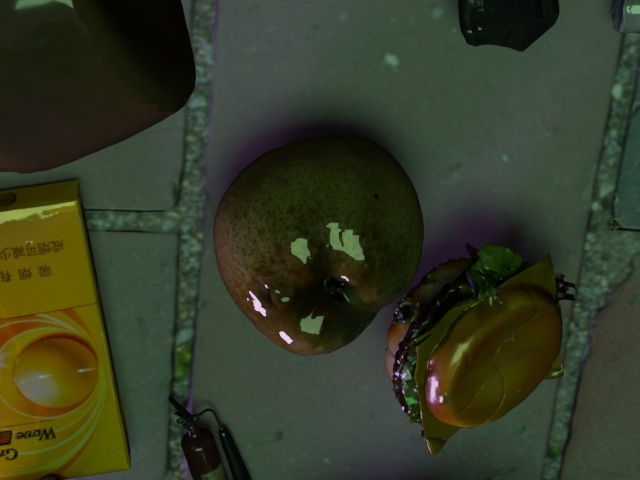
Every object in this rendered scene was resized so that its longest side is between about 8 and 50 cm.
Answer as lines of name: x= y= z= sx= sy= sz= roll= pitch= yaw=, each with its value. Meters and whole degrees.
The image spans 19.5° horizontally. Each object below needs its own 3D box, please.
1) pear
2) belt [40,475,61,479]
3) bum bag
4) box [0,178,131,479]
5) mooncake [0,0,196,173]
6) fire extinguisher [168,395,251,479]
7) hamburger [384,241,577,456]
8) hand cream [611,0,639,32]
pear: x=0.000 y=0.000 z=1.436 sx=0.167 sy=0.136 sz=0.167 roll=-4 pitch=125 yaw=-6
belt: x=-0.211 y=0.364 z=1.637 sx=0.126 sy=0.094 sz=0.360 roll=-7 pitch=127 yaw=10
bum bag: x=0.128 y=-0.229 z=1.368 sx=0.087 sy=0.049 sz=0.198 roll=-24 pitch=123 yaw=-19
box: x=-0.248 y=0.084 z=1.516 sx=0.152 sy=0.043 sz=0.269 roll=-8 pitch=120 yaw=-1
mooncake: x=-0.205 y=-0.188 z=1.223 sx=0.155 sy=0.284 sz=0.284 roll=-22 pitch=120 yaw=10
fire extinguisher: x=-0.086 y=0.205 z=1.611 sx=0.049 sy=0.035 sz=0.173 roll=-12 pitch=124 yaw=6
hamburger: x=0.120 y=0.076 z=1.502 sx=0.164 sy=0.093 sz=0.190 roll=-21 pitch=136 yaw=-28
hand cream: x=0.350 y=-0.187 z=1.414 sx=0.255 sy=0.048 sz=0.079 roll=-4 pitch=126 yaw=-6
